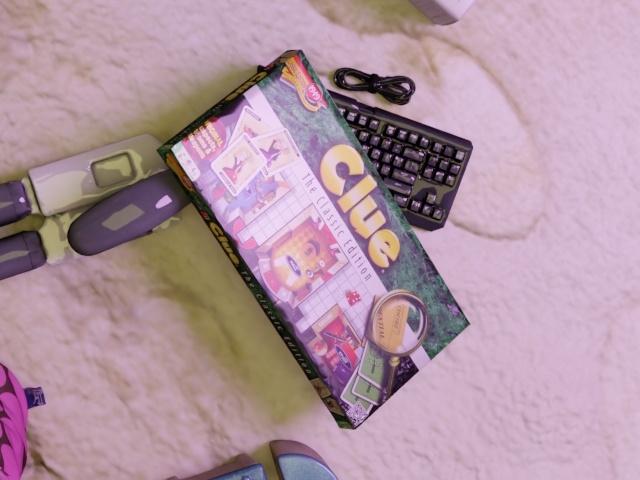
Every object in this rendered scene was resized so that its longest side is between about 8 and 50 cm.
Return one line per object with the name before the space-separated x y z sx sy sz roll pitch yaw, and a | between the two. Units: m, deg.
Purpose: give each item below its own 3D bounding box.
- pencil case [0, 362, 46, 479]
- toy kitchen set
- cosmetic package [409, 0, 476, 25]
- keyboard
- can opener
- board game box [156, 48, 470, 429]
pencil case | -0.246 0.156 1.203 0.095 0.209 0.098 -19 108 -1
toy kitchen set | -0.068 0.260 1.281 0.207 0.122 0.166 -18 97 -6
cosmetic package | 0.047 -0.278 1.278 0.231 0.085 0.117 41 88 -7
keyboard | 0.029 -0.084 1.320 0.180 0.023 0.108 19 91 -10
can opener | -0.230 -0.008 1.246 0.283 0.095 0.076 -19 94 -15
board game box | 0.000 0.000 1.280 0.136 0.030 0.259 -41 108 -26
